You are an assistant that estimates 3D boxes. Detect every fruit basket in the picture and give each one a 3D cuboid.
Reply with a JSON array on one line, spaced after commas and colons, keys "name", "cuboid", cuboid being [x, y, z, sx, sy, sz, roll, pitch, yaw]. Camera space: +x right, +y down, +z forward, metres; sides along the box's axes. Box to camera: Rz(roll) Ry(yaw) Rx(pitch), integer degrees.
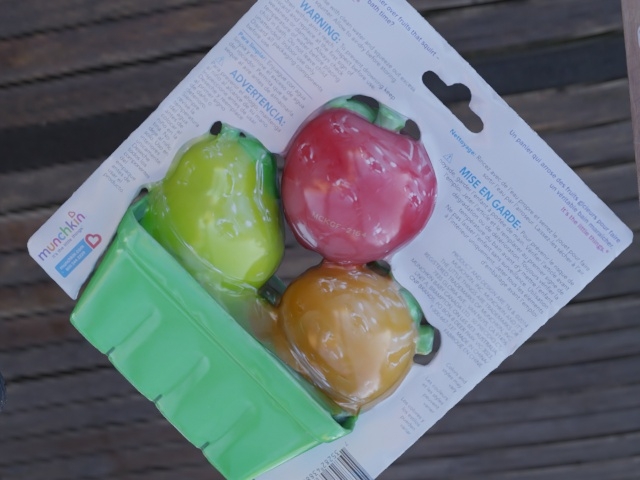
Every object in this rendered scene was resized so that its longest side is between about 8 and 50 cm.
[{"name": "fruit basket", "cuboid": [0.000, 0.000, 1.140, 0.327, 0.165, 0.353, 44, 98, -2]}]

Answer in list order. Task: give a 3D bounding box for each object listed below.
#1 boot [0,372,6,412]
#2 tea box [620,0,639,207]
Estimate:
[{"name": "boot", "cuboid": [-0.443, 0.109, 1.205, 0.338, 0.222, 0.118, 34, 137, 2]}, {"name": "tea box", "cuboid": [0.402, -0.178, 1.182, 0.220, 0.329, 0.323, -9, 171, 38]}]
